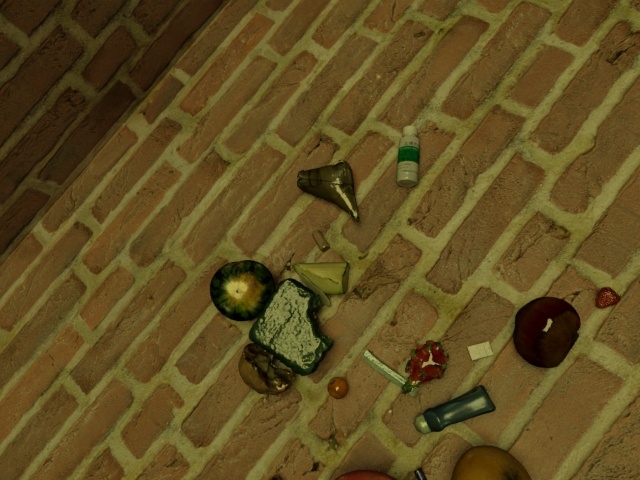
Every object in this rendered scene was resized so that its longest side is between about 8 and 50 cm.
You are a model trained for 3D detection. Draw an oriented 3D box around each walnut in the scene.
[{"bbox_3d":[-0.237,0.527,1.748,0.238,0.204,0.141,40,101,22],"label":"walnut"}]

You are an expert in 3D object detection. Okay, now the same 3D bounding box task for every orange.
[{"bbox_3d":[0.067,0.573,1.709,0.084,0.083,0.083,-4,73,14],"label":"orange"}]

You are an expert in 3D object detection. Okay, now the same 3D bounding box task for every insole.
[{"bbox_3d":[-0.026,0.207,1.856,0.192,0.063,0.010,42,54,19],"label":"insole"}]

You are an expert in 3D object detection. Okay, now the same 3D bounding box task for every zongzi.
[{"bbox_3d":[0.030,-0.190,1.933,0.261,0.123,0.288,-10,75,17],"label":"zongzi"}]

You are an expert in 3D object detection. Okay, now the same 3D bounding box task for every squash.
[{"bbox_3d":[-0.015,0.169,1.838,0.253,0.093,0.169,-1,29,14],"label":"squash"}]

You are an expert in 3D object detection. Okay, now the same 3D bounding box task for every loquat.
[{"bbox_3d":[0.556,0.802,1.416,0.264,0.263,0.262,-4,73,14],"label":"loquat"}]

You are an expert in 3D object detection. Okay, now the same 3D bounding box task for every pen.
[{"bbox_3d":[0.403,0.935,1.533,0.033,0.033,0.268,-28,69,5],"label":"pen"}]

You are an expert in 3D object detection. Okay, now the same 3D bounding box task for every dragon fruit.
[{"bbox_3d":[0.374,0.470,1.614,0.236,0.137,0.135,-39,52,-18],"label":"dragon fruit"}]

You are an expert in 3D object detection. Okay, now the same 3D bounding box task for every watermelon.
[{"bbox_3d":[-0.321,0.206,1.833,0.270,0.269,0.268,-4,73,14],"label":"watermelon"}]

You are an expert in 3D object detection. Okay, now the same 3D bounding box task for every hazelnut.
[{"bbox_3d":[0.778,0.317,1.538,0.217,0.217,0.251,15,102,19],"label":"hazelnut"}]

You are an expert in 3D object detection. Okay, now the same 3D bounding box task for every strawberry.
[{"bbox_3d":[1.022,0.206,1.572,0.083,0.073,0.073,-45,66,24],"label":"strawberry"}]

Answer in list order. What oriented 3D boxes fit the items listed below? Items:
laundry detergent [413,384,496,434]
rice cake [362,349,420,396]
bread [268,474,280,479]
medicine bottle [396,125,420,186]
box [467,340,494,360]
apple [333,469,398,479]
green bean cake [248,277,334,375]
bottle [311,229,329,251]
[{"bbox_3d":[0.467,0.614,1.559,0.290,0.143,0.094,-29,76,9],"label":"laundry detergent"},{"bbox_3d":[0.267,0.510,1.694,0.245,0.042,0.045,33,87,21],"label":"rice cake"},{"bbox_3d":[-0.200,1.066,1.582,0.278,0.167,0.324,39,86,22],"label":"bread"},{"bbox_3d":[0.381,-0.366,1.903,0.095,0.095,0.259,1,73,15],"label":"medicine bottle"},{"bbox_3d":[0.597,0.413,1.644,0.084,0.024,0.053,-19,70,10],"label":"box"},{"bbox_3d":[0.161,0.947,1.441,0.365,0.364,0.363,-4,73,14],"label":"apple"},{"bbox_3d":[-0.086,0.345,1.768,0.308,0.169,0.300,33,86,17],"label":"green bean cake"},{"bbox_3d":[0.000,0.000,1.919,0.045,0.045,0.096,-33,67,4],"label":"bottle"}]
